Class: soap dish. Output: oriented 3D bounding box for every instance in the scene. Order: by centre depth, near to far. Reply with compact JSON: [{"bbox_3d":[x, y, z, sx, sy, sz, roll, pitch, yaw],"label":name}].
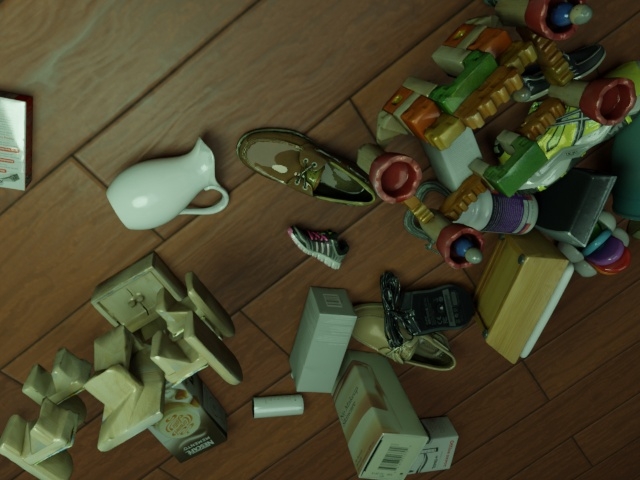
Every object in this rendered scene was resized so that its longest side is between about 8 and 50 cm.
[{"bbox_3d":[0.485,0.121,1.223,0.118,0.229,0.290,15,112,-3],"label":"soap dish"}]

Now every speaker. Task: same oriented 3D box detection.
[{"bbox_3d":[-0.117,0.447,1.321,0.136,0.055,0.055,0,116,-15],"label":"speaker"}]

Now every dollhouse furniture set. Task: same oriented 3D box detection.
[{"bbox_3d":[-0.329,0.243,0.965,0.362,0.394,0.256,-31,120,2],"label":"dollhouse furniture set"}]

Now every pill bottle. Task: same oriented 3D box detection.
[{"bbox_3d":[0.402,-0.073,1.158,0.194,0.108,0.108,4,115,-17],"label":"pill bottle"}]

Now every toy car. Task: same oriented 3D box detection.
[{"bbox_3d":[0.733,0.023,1.277,0.182,0.136,0.159,38,103,-28],"label":"toy car"}]

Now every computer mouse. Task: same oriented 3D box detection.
[{"bbox_3d":[0.267,0.173,1.254,0.272,0.072,0.188,0,75,-22],"label":"computer mouse"}]

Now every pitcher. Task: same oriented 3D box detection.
[{"bbox_3d":[-0.294,-0.090,0.972,0.207,0.125,0.177,-30,136,-11],"label":"pitcher"}]

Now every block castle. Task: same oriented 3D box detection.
[{"bbox_3d":[0.314,-0.195,0.882,0.453,0.213,0.303,-46,119,8],"label":"block castle"}]

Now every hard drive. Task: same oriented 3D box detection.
[{"bbox_3d":[0.551,-0.086,1.106,0.054,0.254,0.171,19,101,-1],"label":"hard drive"}]

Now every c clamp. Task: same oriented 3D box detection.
[{"bbox_3d":[0.266,-0.052,1.142,0.022,0.137,0.160,-20,131,-57],"label":"c clamp"}]

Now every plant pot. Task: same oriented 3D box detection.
[{"bbox_3d":[0.801,-0.212,1.119,0.272,0.271,0.255,-21,104,-3],"label":"plant pot"}]

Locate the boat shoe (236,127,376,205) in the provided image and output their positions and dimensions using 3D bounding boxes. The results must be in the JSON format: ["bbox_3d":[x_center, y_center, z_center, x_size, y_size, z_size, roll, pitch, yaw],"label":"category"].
[{"bbox_3d":[-0.019,-0.149,1.011,0.308,0.104,0.110,13,113,-20],"label":"boat shoe"}]

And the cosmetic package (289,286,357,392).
[{"bbox_3d":[0.001,0.247,1.209,0.107,0.127,0.237,6,117,-17],"label":"cosmetic package"}]

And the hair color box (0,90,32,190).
[{"bbox_3d":[-0.576,-0.182,0.880,0.093,0.053,0.167,8,113,-19],"label":"hair color box"}]

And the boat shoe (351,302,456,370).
[{"bbox_3d":[0.213,0.257,1.277,0.341,0.110,0.121,18,111,-22],"label":"boat shoe"}]

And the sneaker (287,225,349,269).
[{"bbox_3d":[0.000,0.000,1.119,0.170,0.063,0.074,32,105,-31],"label":"sneaker"}]

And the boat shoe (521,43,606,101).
[{"bbox_3d":[0.514,-0.375,1.052,0.206,0.075,0.065,-28,123,6],"label":"boat shoe"}]

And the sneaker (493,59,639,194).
[{"bbox_3d":[0.559,-0.274,1.082,0.385,0.145,0.147,-43,101,0],"label":"sneaker"}]

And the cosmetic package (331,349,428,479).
[{"bbox_3d":[0.135,0.433,1.241,0.129,0.296,0.153,14,111,-20],"label":"cosmetic package"}]

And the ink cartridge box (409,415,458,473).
[{"bbox_3d":[0.307,0.636,1.511,0.203,0.086,0.148,-1,117,-13],"label":"ink cartridge box"}]

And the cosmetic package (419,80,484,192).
[{"bbox_3d":[0.271,-0.215,1.048,0.086,0.117,0.231,-31,121,1],"label":"cosmetic package"}]

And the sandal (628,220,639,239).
[{"bbox_3d":[0.897,-0.082,1.314,0.049,0.072,0.180,-4,115,-37],"label":"sandal"}]

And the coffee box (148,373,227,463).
[{"bbox_3d":[-0.350,0.422,1.222,0.141,0.098,0.246,-26,120,0],"label":"coffee box"}]

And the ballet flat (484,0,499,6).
[{"bbox_3d":[0.414,-0.515,0.960,0.188,0.070,0.070,-31,120,2],"label":"ballet flat"}]
